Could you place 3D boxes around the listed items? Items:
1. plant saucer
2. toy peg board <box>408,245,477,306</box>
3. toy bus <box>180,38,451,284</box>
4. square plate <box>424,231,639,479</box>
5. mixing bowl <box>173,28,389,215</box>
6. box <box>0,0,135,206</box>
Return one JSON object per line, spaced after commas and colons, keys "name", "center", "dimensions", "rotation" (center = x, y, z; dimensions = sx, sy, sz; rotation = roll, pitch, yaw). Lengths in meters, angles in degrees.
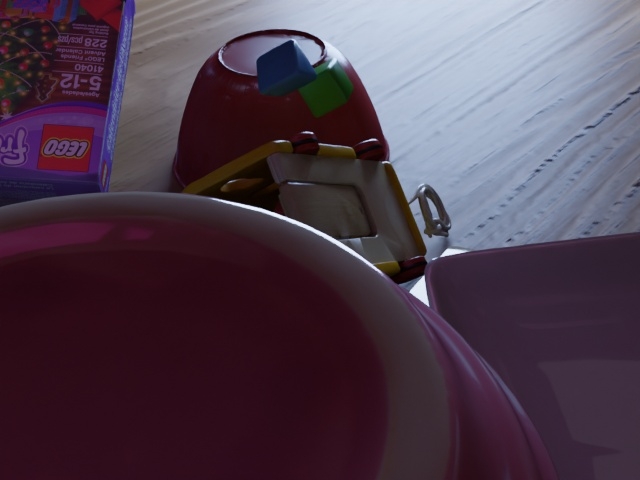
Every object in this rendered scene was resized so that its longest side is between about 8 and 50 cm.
{"name": "plant saucer", "center": [-0.081, 0.084, 0.349], "dimensions": [0.332, 0.084, 0.332], "rotation": [-2, 36, 2]}
{"name": "toy peg board", "center": [0.125, 0.079, 0.614], "dimensions": [0.161, 0.079, 0.160], "rotation": [13, 23, 19]}
{"name": "toy bus", "center": [-0.007, -0.005, 0.697], "dimensions": [0.104, 0.202, 0.191], "rotation": [-24, 35, 25]}
{"name": "square plate", "center": [0.242, 0.139, 0.440], "dimensions": [0.343, 0.049, 0.347], "rotation": [-7, 56, -6]}
{"name": "mixing bowl", "center": [-0.035, -0.108, 0.860], "dimensions": [0.181, 0.098, 0.181], "rotation": [-2, 36, 2]}
{"name": "box", "center": [-0.305, -0.130, 0.843], "dimensions": [0.293, 0.057, 0.201], "rotation": [3, 66, -2]}
